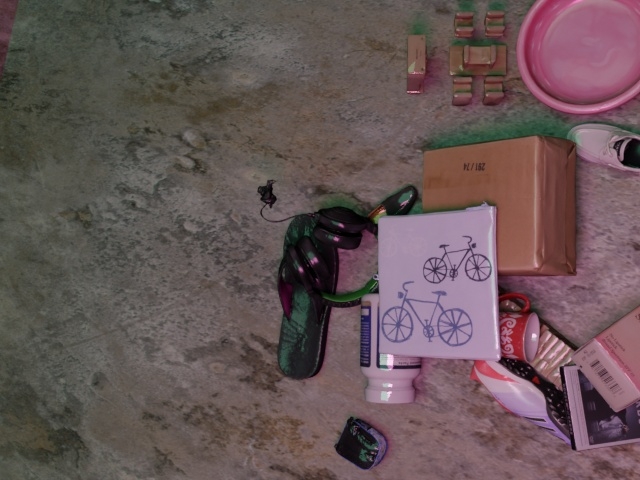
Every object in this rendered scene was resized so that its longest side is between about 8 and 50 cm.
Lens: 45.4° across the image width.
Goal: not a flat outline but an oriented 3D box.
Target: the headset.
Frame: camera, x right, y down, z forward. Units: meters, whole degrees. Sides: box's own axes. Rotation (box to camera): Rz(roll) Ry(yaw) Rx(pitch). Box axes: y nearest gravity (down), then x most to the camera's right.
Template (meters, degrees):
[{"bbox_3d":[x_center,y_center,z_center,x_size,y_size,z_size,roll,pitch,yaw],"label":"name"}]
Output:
[{"bbox_3d":[0.000,0.000,1.943,0.243,0.394,0.185,-49,23,7],"label":"headset"}]

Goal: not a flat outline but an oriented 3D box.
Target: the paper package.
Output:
[{"bbox_3d":[0.405,-0.072,1.747,0.325,0.168,0.309,-4,82,49],"label":"paper package"}]

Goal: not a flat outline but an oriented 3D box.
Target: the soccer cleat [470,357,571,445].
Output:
[{"bbox_3d":[0.487,0.373,1.763,0.318,0.109,0.116,42,128,21],"label":"soccer cleat"}]

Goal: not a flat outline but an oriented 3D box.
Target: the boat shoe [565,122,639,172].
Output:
[{"bbox_3d":[0.676,-0.202,1.714,0.268,0.088,0.096,29,99,27],"label":"boat shoe"}]

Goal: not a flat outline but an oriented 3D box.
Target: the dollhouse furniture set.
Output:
[{"bbox_3d":[0.338,-0.442,1.914,0.242,0.161,0.212,1,85,6],"label":"dollhouse furniture set"}]

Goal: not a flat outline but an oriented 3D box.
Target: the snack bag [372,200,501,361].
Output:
[{"bbox_3d":[0.257,0.096,1.723,0.323,0.037,0.342,-5,85,41],"label":"snack bag"}]

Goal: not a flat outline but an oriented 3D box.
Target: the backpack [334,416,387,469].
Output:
[{"bbox_3d":[0.112,0.519,1.942,0.114,0.084,0.105,30,100,32],"label":"backpack"}]

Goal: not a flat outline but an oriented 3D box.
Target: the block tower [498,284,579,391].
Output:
[{"bbox_3d":[0.490,0.226,1.769,0.335,0.091,0.097,42,105,24],"label":"block tower"}]

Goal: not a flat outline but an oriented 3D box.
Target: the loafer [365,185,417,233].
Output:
[{"bbox_3d":[0.179,-0.079,1.978,0.170,0.061,0.062,-44,67,17],"label":"loafer"}]

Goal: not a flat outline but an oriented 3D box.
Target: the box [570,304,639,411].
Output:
[{"bbox_3d":[0.670,0.224,1.588,0.232,0.127,0.148,-30,70,-20],"label":"box"}]

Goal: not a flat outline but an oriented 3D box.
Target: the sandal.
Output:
[{"bbox_3d":[-0.046,0.149,2.047,0.168,0.107,0.445,0,85,28],"label":"sandal"}]

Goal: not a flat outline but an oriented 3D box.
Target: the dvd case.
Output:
[{"bbox_3d":[0.640,0.345,1.640,0.239,0.029,0.179,-6,82,-9],"label":"dvd case"}]

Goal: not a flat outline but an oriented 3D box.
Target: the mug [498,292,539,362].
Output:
[{"bbox_3d":[0.400,0.198,1.726,0.169,0.150,0.113,4,123,32],"label":"mug"}]

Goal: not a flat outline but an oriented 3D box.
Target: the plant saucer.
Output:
[{"bbox_3d":[0.626,-0.449,1.768,0.332,0.084,0.332,-3,83,27],"label":"plant saucer"}]

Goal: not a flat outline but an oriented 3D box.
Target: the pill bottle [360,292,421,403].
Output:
[{"bbox_3d":[0.174,0.265,1.896,0.153,0.153,0.264,-1,85,28],"label":"pill bottle"}]
